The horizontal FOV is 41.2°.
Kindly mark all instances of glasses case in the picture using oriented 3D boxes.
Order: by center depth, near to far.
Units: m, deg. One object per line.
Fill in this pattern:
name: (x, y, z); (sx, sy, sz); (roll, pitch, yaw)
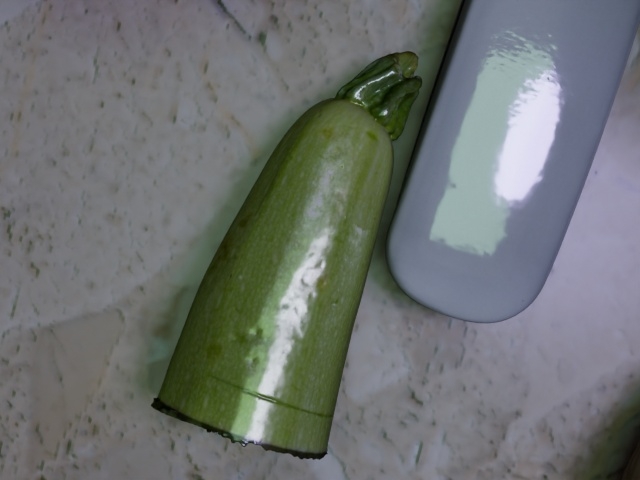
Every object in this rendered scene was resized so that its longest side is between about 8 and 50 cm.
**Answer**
glasses case: (0.104, -0.071, 0.452); (0.092, 0.059, 0.234); (17, 90, -3)

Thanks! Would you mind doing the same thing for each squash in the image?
squash: (0.000, 0.000, 0.444); (0.094, 0.094, 0.224); (23, 85, -2)

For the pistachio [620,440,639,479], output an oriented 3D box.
pistachio: (0.212, 0.135, 0.444); (0.113, 0.113, 0.149); (22, 76, -2)
